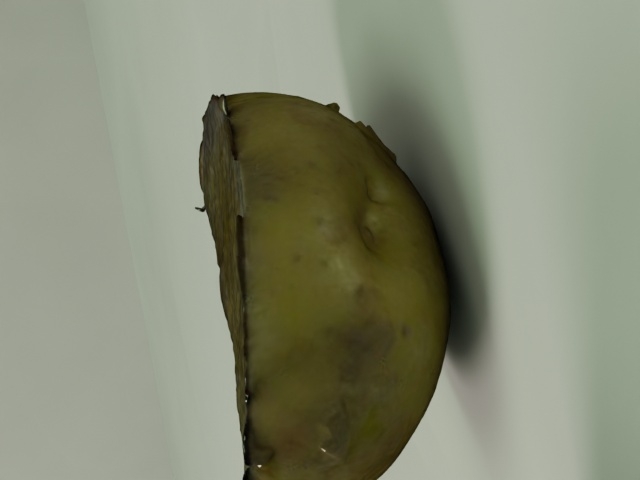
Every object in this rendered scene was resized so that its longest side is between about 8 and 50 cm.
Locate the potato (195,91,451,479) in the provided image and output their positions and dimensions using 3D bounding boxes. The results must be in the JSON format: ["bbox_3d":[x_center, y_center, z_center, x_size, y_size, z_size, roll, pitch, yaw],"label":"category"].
[{"bbox_3d":[0.000,0.000,0.819,0.243,0.098,0.138,-102,11,-49],"label":"potato"}]
